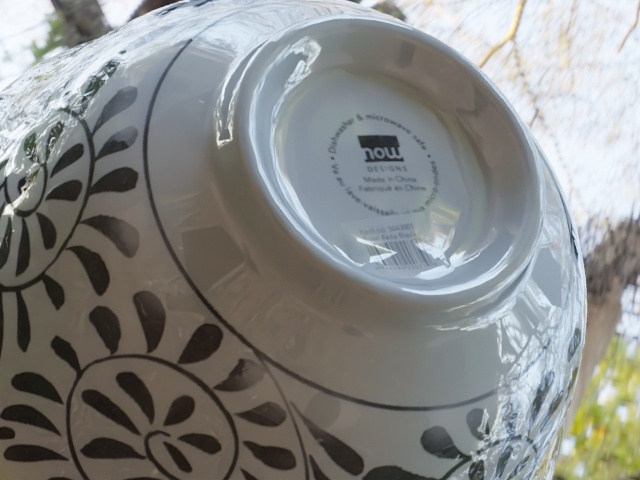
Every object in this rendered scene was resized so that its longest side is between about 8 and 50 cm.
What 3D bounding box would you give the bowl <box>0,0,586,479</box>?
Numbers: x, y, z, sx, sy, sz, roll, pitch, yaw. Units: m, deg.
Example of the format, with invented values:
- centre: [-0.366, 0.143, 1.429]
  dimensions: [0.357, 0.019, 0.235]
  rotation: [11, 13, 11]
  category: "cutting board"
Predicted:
- centre: [0.000, 0.000, 0.422]
  dimensions: [0.170, 0.170, 0.080]
  rotation: [38, -39, 0]
  category: "bowl"
